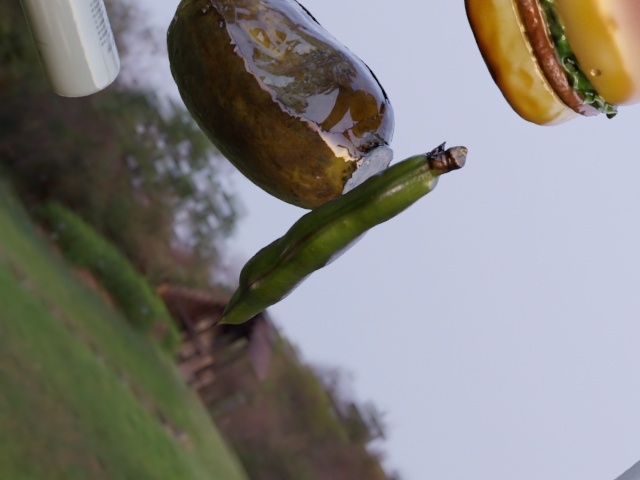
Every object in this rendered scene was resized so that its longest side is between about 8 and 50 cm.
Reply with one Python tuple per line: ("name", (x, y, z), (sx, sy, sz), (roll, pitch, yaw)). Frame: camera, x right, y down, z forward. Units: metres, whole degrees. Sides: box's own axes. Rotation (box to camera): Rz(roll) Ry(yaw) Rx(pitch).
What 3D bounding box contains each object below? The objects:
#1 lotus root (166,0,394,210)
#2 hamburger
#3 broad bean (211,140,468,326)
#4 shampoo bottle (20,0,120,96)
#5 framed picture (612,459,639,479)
("lotus root", (-0.041, -0.135, 1.747), (0.275, 0.160, 0.152), (47, -55, 31))
("hamburger", (0.234, -0.226, 1.620), (0.246, 0.170, 0.246), (40, 43, -53))
("broad bean", (-0.001, 0.000, 1.400), (0.297, 0.060, 0.043), (-36, -104, 43))
("shampoo bottle", (-0.180, -0.186, 1.217), (0.056, 0.056, 0.195), (54, -17, 45))
("framed picture", (0.351, 0.323, 1.595), (0.296, 0.232, 0.019), (46, -54, 17))
